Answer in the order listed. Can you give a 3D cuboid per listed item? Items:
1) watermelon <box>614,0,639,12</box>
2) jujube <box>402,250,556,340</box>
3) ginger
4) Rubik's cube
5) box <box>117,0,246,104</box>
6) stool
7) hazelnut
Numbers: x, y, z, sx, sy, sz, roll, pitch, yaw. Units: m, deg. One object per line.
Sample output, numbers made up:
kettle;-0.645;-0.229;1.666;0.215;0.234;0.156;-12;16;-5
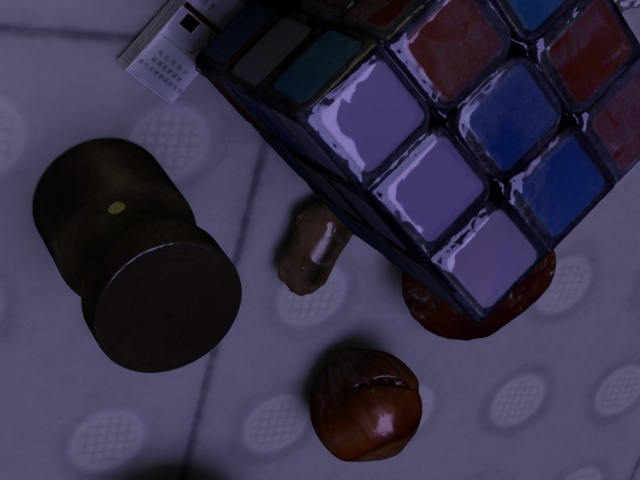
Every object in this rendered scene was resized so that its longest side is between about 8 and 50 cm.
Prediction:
watermelon;0.387;-0.426;1.553;0.302;0.151;0.264;-39;120;-16
jujube;0.242;0.050;1.830;0.255;0.190;0.190;-10;125;-33
ginger;0.001;0.000;1.721;0.095;0.069;0.190;3;121;-56
Rubik's cube;0.127;-0.175;1.396;0.359;0.363;0.362;-43;124;-3
box;-0.163;-0.248;1.478;0.154;0.040;0.084;-47;130;7
stool;-0.226;0.012;1.468;0.179;0.264;0.179;-15;126;-22
hazelnut;0.075;0.250;1.879;0.182;0.182;0.182;-15;127;-21
